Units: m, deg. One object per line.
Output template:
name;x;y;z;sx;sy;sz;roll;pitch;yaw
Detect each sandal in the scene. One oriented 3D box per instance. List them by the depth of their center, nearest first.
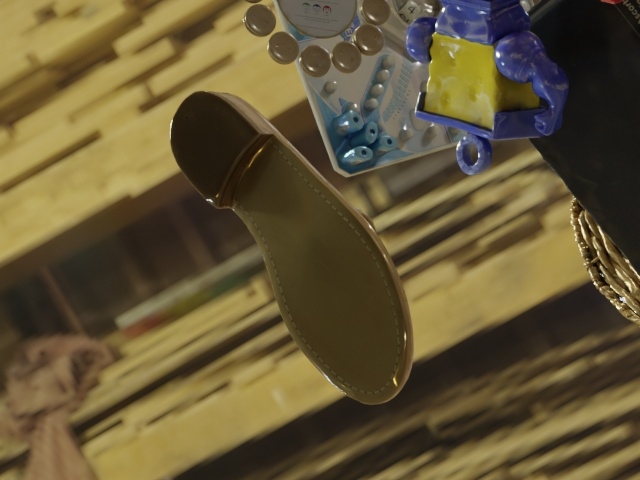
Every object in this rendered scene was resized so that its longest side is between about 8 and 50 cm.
sandal;0.004;-0.005;1.094;0.079;0.240;0.088;-2;-43;-52

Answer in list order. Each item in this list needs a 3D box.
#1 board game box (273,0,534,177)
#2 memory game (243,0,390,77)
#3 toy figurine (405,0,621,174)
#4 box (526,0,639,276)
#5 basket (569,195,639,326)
board game box;0.126;-0.313;2.295;0.390;0.390;0.050;-17;-5;-31
memory game;-0.007;-0.268;1.958;0.186;0.186;0.012;-31;-1;-27
toy figurine;0.101;-0.163;1.551;0.191;0.217;0.362;-18;25;-37
box;0.476;-0.266;1.687;0.472;0.297;0.480;-39;3;40
basket;0.450;0.026;2.032;0.213;0.223;0.299;-47;41;16
